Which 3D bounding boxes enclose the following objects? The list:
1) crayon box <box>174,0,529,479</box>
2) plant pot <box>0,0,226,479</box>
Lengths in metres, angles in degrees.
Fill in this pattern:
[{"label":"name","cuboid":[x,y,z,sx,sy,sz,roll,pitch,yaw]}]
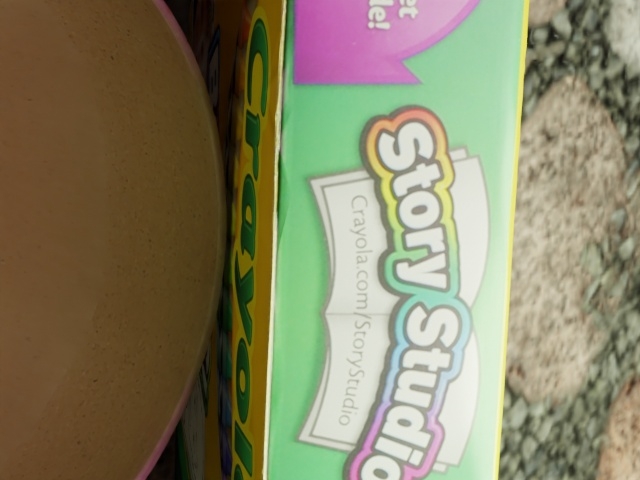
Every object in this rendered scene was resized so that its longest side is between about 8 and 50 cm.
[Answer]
[{"label":"crayon box","cuboid":[0.000,0.000,0.891,0.106,0.313,0.363,1,101,-9]},{"label":"plant pot","cuboid":[-0.205,-0.004,0.772,0.284,0.191,0.284,-13,109,-43]}]
